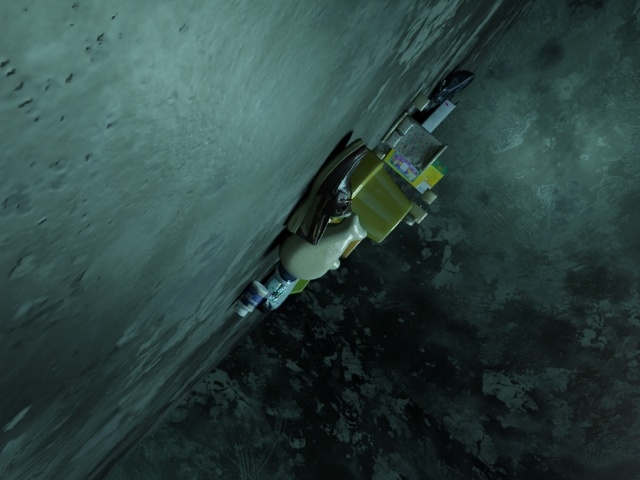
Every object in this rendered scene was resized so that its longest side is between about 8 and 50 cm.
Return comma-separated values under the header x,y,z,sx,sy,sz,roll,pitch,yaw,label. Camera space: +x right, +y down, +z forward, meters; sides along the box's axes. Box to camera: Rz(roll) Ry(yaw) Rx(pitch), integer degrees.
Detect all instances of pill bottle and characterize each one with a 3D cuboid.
x,y,z,sx,sy,sz,roll,pitch,yaw,label
-0.245,0.203,1.566,0.120,0.067,0.067,-49,176,3,pill bottle

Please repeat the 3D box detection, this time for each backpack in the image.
x,y,z,sx,sy,sz,roll,pitch,yaw,label
-0.190,0.202,1.827,0.182,0.115,0.152,-50,174,-23,backpack

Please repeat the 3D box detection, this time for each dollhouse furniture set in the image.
x,y,z,sx,sy,sz,roll,pitch,yaw,label
0.336,-0.275,1.574,0.355,0.303,0.174,-51,174,26,dollhouse furniture set

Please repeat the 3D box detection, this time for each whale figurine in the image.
x,y,z,sx,sy,sz,roll,pitch,yaw,label
0.000,0.000,1.386,0.272,0.216,0.141,-32,-141,5,whale figurine

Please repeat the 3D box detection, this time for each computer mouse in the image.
x,y,z,sx,sy,sz,roll,pitch,yaw,label
0.547,-0.661,1.930,0.272,0.072,0.188,-33,172,-23,computer mouse

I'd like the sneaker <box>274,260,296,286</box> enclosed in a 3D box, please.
x,y,z,sx,sy,sz,roll,pitch,yaw,label
-0.075,0.059,1.780,0.153,0.099,0.282,-45,-175,33,sneaker

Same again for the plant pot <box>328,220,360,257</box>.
x,y,z,sx,sy,sz,roll,pitch,yaw,label
0.066,-0.045,1.679,0.205,0.188,0.205,-49,176,-5,plant pot

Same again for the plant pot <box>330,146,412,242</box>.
x,y,z,sx,sy,sz,roll,pitch,yaw,label
0.152,-0.129,1.448,0.254,0.239,0.254,-49,177,-4,plant pot

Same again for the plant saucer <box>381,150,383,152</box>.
x,y,z,sx,sy,sz,roll,pitch,yaw,label
0.242,-0.349,1.937,0.083,0.013,0.083,-48,175,-5,plant saucer

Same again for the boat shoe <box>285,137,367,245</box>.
x,y,z,sx,sy,sz,roll,pitch,yaw,label
0.036,-0.111,1.172,0.342,0.123,0.123,-51,175,36,boat shoe

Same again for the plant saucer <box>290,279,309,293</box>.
x,y,z,sx,sy,sz,roll,pitch,yaw,label
-0.095,0.177,2.055,0.188,0.045,0.188,-53,160,15,plant saucer

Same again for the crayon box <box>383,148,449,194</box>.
x,y,z,sx,sy,sz,roll,pitch,yaw,label
0.467,-0.375,2.216,0.081,0.278,0.165,-44,174,-40,crayon box

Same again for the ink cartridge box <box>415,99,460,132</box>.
x,y,z,sx,sy,sz,roll,pitch,yaw,label
0.478,-0.532,2.036,0.371,0.069,0.176,-44,-168,-34,ink cartridge box
